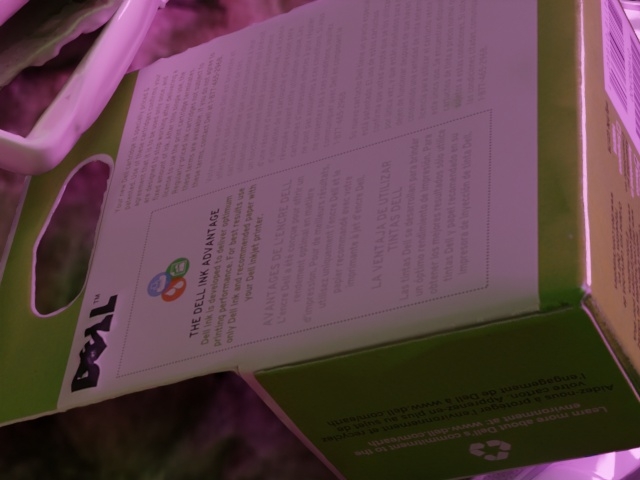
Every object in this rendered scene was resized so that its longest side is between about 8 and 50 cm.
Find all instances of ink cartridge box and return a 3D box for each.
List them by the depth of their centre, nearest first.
[{"bbox_3d":[0.000,0.000,0.587,0.255,0.097,0.189,-15,47,25],"label":"ink cartridge box"}]

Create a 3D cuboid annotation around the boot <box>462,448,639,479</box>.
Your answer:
[{"bbox_3d":[0.097,0.051,0.614,0.258,0.095,0.123,-37,63,-26],"label":"boot"}]

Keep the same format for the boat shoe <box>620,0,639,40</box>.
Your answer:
[{"bbox_3d":[0.134,-0.104,0.694,0.219,0.078,0.070,-3,66,-20],"label":"boat shoe"}]

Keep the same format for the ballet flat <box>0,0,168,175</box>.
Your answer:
[{"bbox_3d":[-0.174,-0.054,0.576,0.147,0.147,0.409,37,65,9],"label":"ballet flat"}]
